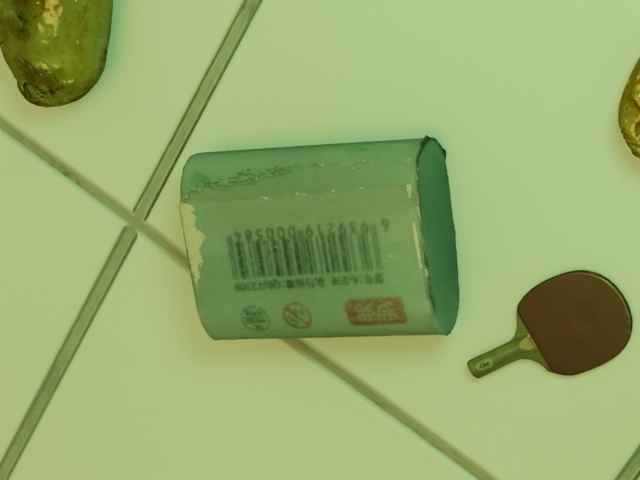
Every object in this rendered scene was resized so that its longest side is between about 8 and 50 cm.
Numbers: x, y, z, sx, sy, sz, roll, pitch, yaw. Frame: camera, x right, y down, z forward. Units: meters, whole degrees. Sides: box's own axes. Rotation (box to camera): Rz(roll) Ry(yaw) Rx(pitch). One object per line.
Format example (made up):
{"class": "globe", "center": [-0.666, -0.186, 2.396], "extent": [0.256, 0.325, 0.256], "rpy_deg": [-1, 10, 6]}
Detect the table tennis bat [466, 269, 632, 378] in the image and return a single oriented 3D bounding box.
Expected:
{"class": "table tennis bat", "center": [0.194, 0.081, 1.595], "extent": [0.156, 0.013, 0.087], "rpy_deg": [-29, 95, 27]}

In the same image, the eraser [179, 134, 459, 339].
{"class": "eraser", "center": [0.000, 0.000, 1.620], "extent": [0.227, 0.081, 0.174], "rpy_deg": [-2, 101, 26]}

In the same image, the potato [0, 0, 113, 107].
{"class": "potato", "center": [-0.239, -0.200, 1.668], "extent": [0.107, 0.080, 0.170], "rpy_deg": [15, 110, 6]}

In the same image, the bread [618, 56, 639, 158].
{"class": "bread", "center": [0.282, -0.110, 1.480], "extent": [0.083, 0.044, 0.110], "rpy_deg": [26, 113, 19]}
